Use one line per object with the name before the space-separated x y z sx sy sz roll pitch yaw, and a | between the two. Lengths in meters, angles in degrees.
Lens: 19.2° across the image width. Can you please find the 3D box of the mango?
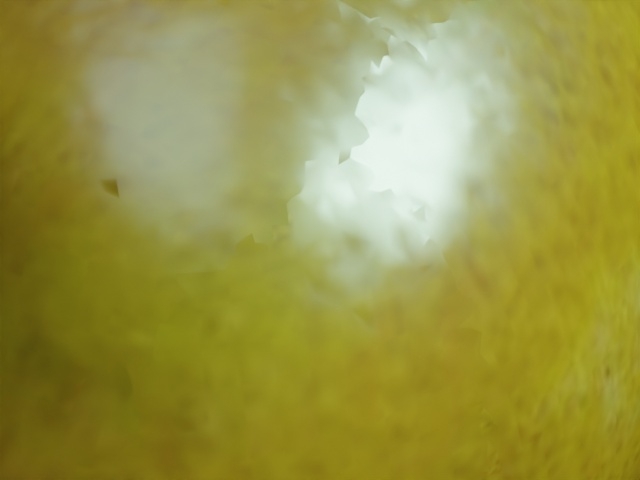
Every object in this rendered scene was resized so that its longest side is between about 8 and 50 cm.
mango | 0.000 0.000 0.513 0.221 0.264 0.378 17 27 24
